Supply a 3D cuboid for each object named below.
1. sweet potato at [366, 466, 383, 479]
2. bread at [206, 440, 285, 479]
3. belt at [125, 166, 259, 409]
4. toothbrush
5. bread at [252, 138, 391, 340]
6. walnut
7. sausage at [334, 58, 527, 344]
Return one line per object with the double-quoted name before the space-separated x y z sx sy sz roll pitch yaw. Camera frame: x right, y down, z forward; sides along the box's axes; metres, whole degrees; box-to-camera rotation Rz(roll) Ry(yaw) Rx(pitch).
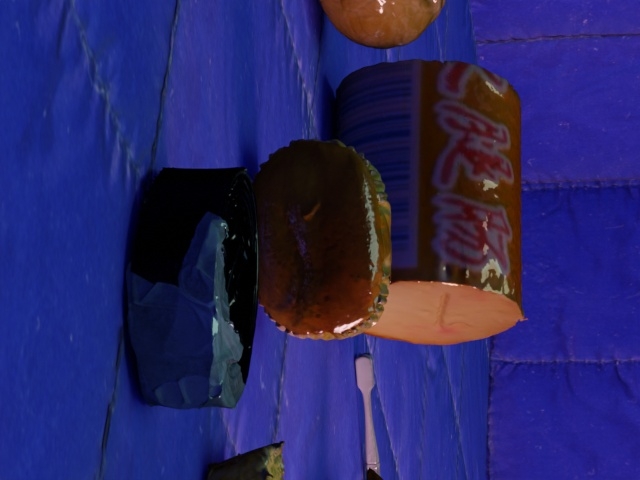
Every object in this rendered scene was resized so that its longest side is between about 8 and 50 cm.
"sweet potato" 0.059 0.376 2.084 0.067 0.067 0.273 70 22 -60
"bread" -0.062 0.252 1.577 0.103 0.065 0.187 59 32 -67
"belt" -0.091 0.035 1.408 0.151 0.078 0.198 75 18 -58
"toothbrush" 0.068 0.306 2.412 0.030 0.025 0.342 -65 151 -73
"bread" 0.000 0.000 1.771 0.114 0.132 0.190 11 74 -80
"walnut" 0.068 -0.312 2.145 0.197 0.165 0.165 55 34 -58
"sausage" 0.125 -0.046 2.217 0.233 0.233 0.287 65 25 -66
